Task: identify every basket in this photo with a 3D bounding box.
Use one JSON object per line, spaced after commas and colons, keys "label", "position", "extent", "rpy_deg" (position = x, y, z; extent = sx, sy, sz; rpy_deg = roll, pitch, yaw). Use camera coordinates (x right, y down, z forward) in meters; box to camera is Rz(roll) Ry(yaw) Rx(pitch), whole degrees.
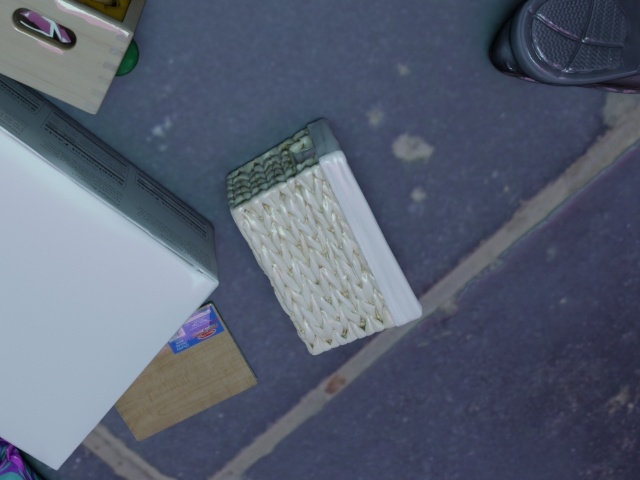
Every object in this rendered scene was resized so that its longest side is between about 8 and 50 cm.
{"label": "basket", "position": [0.000, 0.000, 0.777], "extent": [0.103, 0.113, 0.167], "rpy_deg": [-27, 112, 4]}

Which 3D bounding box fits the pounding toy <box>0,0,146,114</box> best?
{"label": "pounding toy", "position": [-0.176, -0.175, 0.681], "extent": [0.141, 0.130, 0.100], "rpy_deg": [24, 117, -17]}

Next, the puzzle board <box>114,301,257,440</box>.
{"label": "puzzle board", "position": [-0.137, 0.123, 0.856], "extent": [0.128, 0.011, 0.096], "rpy_deg": [-26, 112, 0]}

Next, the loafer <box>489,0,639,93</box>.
{"label": "loafer", "position": [0.291, -0.175, 0.783], "extent": [0.303, 0.095, 0.109], "rpy_deg": [-3, 91, -13]}

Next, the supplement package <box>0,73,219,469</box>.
{"label": "supplement package", "position": [-0.245, 0.008, 0.716], "extent": [0.262, 0.145, 0.204], "rpy_deg": [38, 100, -18]}

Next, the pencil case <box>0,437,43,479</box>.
{"label": "pencil case", "position": [-0.266, 0.255, 0.856], "extent": [0.070, 0.064, 0.151], "rpy_deg": [-28, 114, 19]}
